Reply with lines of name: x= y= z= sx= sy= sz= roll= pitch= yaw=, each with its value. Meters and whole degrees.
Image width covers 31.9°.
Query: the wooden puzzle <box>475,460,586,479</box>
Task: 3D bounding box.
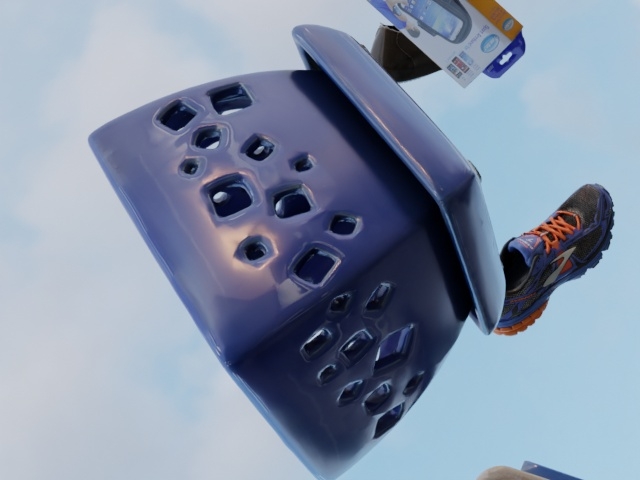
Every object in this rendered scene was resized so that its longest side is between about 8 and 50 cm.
wooden puzzle: x=0.330 y=0.326 z=1.210 sx=0.348 sy=0.322 sz=0.081 roll=72 pitch=-143 yaw=-63

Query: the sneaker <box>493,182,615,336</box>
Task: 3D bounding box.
sneaker: x=0.271 y=0.017 z=1.353 sx=0.221 sy=0.083 sz=0.087 roll=-50 pitch=-46 yaw=-2

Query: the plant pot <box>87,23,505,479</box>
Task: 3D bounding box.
plant pot: x=0.000 y=0.000 z=0.831 sx=0.212 sy=0.236 sz=0.236 roll=-35 pitch=-34 yaw=-5

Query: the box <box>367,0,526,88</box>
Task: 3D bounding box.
box: x=0.112 y=-0.192 z=0.969 sx=0.136 sy=0.081 sz=0.028 roll=43 pitch=-124 yaw=-1

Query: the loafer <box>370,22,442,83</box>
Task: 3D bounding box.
loafer: x=0.151 y=-0.262 z=1.434 sx=0.220 sy=0.080 sz=0.078 roll=-26 pitch=-49 yaw=-39
